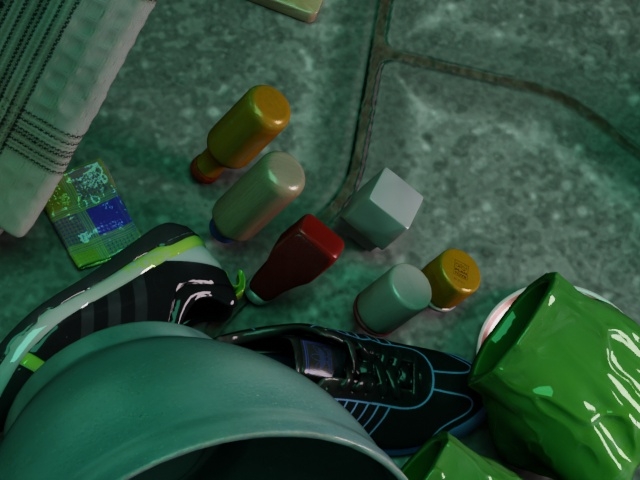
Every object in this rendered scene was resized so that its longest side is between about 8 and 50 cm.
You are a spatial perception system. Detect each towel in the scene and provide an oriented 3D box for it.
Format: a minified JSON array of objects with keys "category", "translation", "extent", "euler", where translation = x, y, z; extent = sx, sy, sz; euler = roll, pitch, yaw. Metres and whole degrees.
[{"category":"towel","translation":[-0.299,-0.142,1.299],"extent":[0.312,0.324,0.056],"euler":[24,42,-16]},{"category":"towel","translation":[-0.178,-0.021,1.465],"extent":[0.060,0.009,0.083],"euler":[-20,68,-21]}]

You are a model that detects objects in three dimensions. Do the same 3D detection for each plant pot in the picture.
[{"category":"plant pot","translation":[-0.101,0.176,1.249],"extent":[0.293,0.293,0.196],"euler":[-13,40,-18]}]

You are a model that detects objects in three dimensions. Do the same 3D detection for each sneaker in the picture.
[{"category":"sneaker","translation":[0.019,0.105,1.393],"extent":[0.232,0.090,0.081],"euler":[0,64,-10]},{"category":"sneaker","translation":[-0.148,0.076,1.379],"extent":[0.097,0.084,0.234],"euler":[45,63,11]}]

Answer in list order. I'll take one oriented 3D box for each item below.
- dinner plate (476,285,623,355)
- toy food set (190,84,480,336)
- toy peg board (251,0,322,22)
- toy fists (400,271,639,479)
[{"category":"dinner plate","translation":[0.188,0.099,1.476],"extent":[0.141,0.017,0.141],"euler":[5,61,-10]},{"category":"toy food set","translation":[0.000,0.000,1.463],"extent":[0.232,0.104,0.111],"euler":[38,46,-12]},{"category":"toy peg board","translation":[-0.049,-0.291,1.593],"extent":[0.161,0.079,0.161],"euler":[21,61,-1]},{"category":"toy fists","translation":[0.147,0.164,1.372],"extent":[0.142,0.096,0.279],"euler":[40,68,-8]}]
